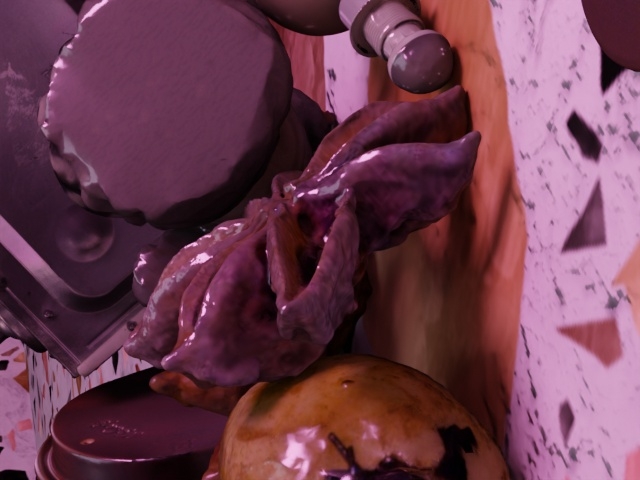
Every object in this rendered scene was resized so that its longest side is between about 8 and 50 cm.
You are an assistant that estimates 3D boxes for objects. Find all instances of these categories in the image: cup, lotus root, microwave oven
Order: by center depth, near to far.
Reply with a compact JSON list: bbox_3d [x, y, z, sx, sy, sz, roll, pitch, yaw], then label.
[{"bbox_3d":[0.012,0.117,0.717,0.214,0.138,0.138,-176,83,-68],"label":"lotus root"},{"bbox_3d":[-0.100,0.240,1.058,0.196,0.196,0.279,-137,40,-67],"label":"cup"},{"bbox_3d":[-0.259,-0.133,1.076,0.394,0.247,0.333,50,178,-22],"label":"microwave oven"}]

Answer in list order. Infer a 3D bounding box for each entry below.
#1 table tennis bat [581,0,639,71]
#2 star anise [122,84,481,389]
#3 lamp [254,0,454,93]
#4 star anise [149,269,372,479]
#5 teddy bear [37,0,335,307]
[{"bbox_3d":[0.080,-0.105,0.497,0.170,0.119,0.107,-126,37,-65],"label":"table tennis bat"},{"bbox_3d":[-0.011,0.006,0.718,0.073,0.212,0.197,52,148,-11],"label":"star anise"},{"bbox_3d":[0.020,-0.133,0.777,0.163,0.091,0.091,53,145,39],"label":"lamp"},{"bbox_3d":[-0.021,0.078,0.880,0.212,0.111,0.196,63,-153,-47],"label":"star anise"},{"bbox_3d":[-0.087,-0.053,0.853,0.251,0.144,0.171,76,-141,-75],"label":"teddy bear"}]
